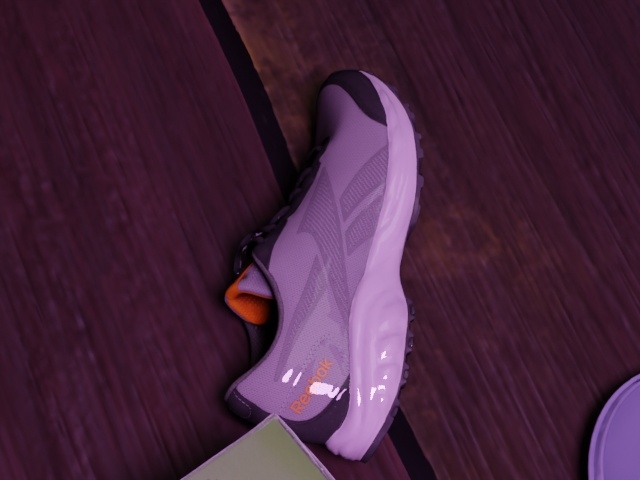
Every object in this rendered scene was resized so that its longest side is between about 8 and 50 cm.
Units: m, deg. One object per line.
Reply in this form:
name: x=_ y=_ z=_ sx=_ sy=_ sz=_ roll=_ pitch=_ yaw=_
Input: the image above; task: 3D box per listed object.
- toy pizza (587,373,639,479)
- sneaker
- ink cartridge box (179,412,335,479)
toy pizza: x=0.257 y=0.174 z=1.035 sx=0.201 sy=0.032 sz=0.201 roll=12 pitch=55 yaw=-18
sneaker: x=0.000 y=0.000 z=0.992 sx=0.108 sy=0.100 sz=0.271 roll=12 pitch=55 yaw=-11
ink cartridge box: x=-0.094 y=0.183 z=0.823 sx=0.209 sy=0.109 sz=0.062 roll=-32 pitch=75 yaw=-36
